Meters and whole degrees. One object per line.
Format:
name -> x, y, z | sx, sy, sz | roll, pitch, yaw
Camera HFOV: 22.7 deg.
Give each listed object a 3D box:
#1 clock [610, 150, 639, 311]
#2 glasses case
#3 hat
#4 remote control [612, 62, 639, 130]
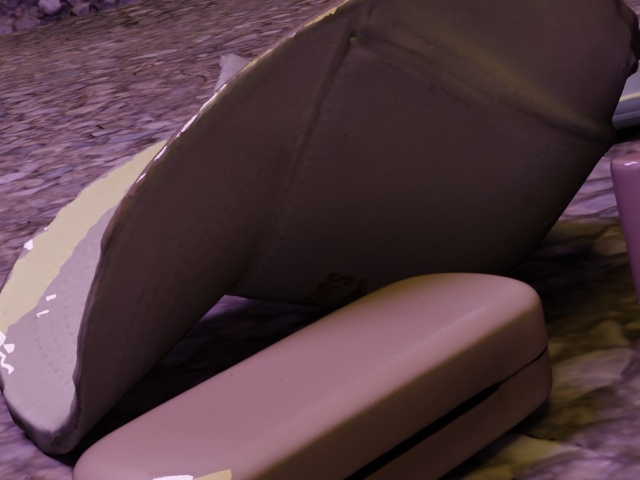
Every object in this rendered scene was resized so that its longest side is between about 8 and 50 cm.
clock -> 0.285, -0.033, 0.639 | 0.290, 0.080, 0.275 | -1, 19, 38
glasses case -> 0.003, 0.064, 0.556 | 0.083, 0.050, 0.196 | 6, 24, 44
hat -> -0.002, -0.008, 0.699 | 0.301, 0.168, 0.258 | -47, 7, -25
remote control -> 0.194, -0.096, 1.035 | 0.061, 0.029, 0.162 | -10, 15, 3
